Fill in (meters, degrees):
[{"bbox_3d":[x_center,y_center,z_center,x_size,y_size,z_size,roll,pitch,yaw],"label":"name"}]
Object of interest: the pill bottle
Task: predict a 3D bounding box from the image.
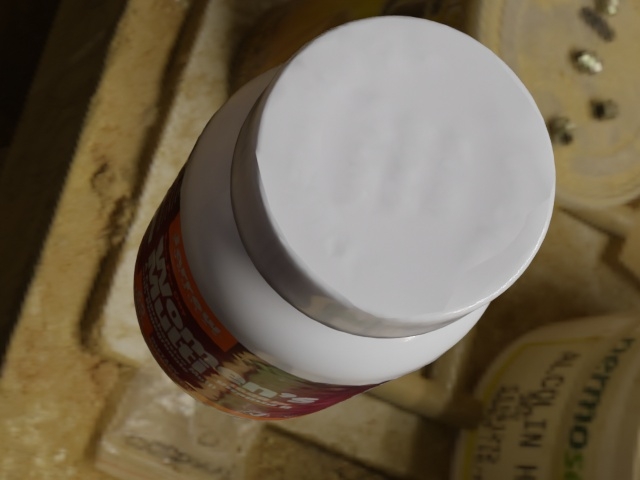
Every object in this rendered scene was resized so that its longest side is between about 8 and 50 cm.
[{"bbox_3d":[0.000,0.000,0.550,0.121,0.221,0.121,3,77,-14],"label":"pill bottle"}]
